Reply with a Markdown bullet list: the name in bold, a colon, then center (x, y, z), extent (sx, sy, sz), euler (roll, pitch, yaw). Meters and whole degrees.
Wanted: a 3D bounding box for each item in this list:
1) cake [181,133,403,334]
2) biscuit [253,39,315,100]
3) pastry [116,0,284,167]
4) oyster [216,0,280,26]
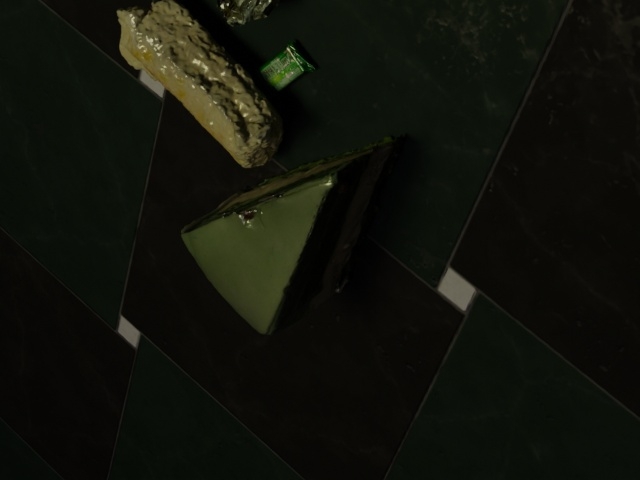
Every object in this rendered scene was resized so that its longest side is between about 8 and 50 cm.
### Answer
- **cake**: center (0.003, -0.003, 1.614), extent (0.283, 0.158, 0.172), euler (-20, 103, 47)
- **biscuit**: center (-0.043, -0.200, 1.618), extent (0.046, 0.016, 0.089), euler (56, 142, -4)
- **pastry**: center (-0.143, -0.191, 1.665), extent (0.258, 0.089, 0.121), euler (47, 154, 16)
- **oyster**: center (-0.076, -0.307, 1.544), extent (0.177, 0.064, 0.125), euler (-8, 97, 59)
